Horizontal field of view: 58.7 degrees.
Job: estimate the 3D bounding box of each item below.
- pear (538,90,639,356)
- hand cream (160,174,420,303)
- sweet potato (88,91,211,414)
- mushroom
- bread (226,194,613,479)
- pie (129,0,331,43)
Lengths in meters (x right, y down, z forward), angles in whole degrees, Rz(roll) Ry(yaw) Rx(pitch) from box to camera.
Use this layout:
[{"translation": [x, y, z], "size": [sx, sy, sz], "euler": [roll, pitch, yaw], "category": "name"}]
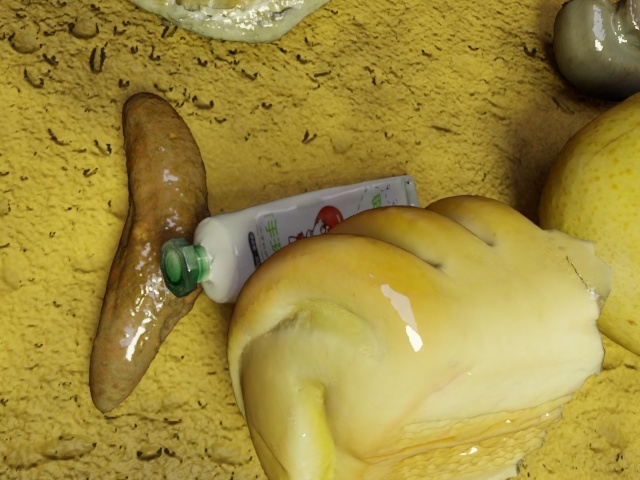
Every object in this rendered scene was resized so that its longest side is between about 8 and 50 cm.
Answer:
[{"translation": [0.400, -0.019, 0.622], "size": [0.314, 0.314, 0.314], "euler": [4, 74, -13], "category": "pear"}, {"translation": [0.000, 0.000, 0.593], "size": [0.336, 0.076, 0.121], "euler": [-10, 86, -40], "category": "hand cream"}, {"translation": [-0.163, 0.000, 0.581], "size": [0.114, 0.092, 0.342], "euler": [-2, 74, 11], "category": "sweet potato"}, {"translation": [0.402, -0.248, 0.766], "size": [0.188, 0.141, 0.117], "euler": [7, 95, -9], "category": "mushroom"}, {"translation": [0.056, 0.099, 0.502], "size": [0.270, 0.316, 0.211], "euler": [-7, 41, -15], "category": "bread"}, {"translation": [-0.116, -0.392, 0.670], "size": [0.339, 0.077, 0.339], "euler": [0, 90, 2], "category": "pie"}]
